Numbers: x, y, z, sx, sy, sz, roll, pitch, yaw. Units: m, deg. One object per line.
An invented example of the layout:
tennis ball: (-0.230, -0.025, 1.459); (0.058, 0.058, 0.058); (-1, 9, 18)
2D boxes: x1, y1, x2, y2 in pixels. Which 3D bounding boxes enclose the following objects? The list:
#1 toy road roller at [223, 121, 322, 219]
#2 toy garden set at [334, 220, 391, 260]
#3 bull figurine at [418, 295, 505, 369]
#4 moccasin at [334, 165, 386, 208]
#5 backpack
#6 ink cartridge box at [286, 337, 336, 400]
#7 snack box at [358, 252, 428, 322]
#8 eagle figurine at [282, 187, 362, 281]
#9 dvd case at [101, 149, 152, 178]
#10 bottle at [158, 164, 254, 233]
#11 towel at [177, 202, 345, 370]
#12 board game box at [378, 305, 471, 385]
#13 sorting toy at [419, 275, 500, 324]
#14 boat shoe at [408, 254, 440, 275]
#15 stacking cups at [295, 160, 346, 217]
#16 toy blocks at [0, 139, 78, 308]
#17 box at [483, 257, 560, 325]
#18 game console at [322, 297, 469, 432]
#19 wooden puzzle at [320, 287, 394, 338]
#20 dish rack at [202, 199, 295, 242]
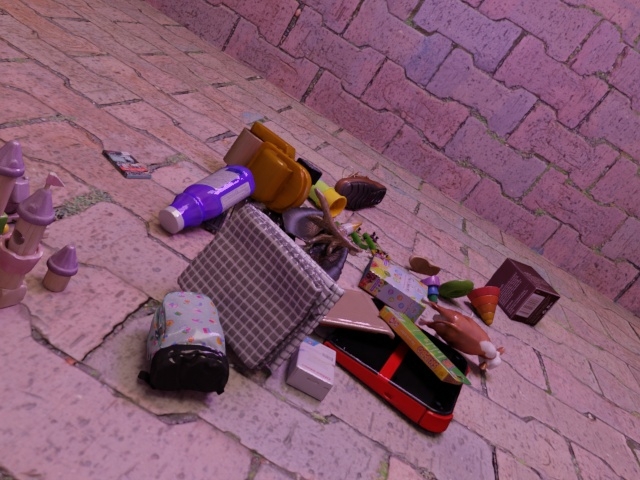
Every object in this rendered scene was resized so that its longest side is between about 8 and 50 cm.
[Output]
toy road roller: (-0.174, -0.220, 1.767); (0.330, 0.202, 0.241); (39, 10, 16)
toy garden set: (0.128, -0.003, 1.983); (0.244, 0.049, 0.203); (19, 25, -31)
bull figurine: (0.404, 0.271, 1.652); (0.188, 0.101, 0.310); (26, -12, 47)
moccasin: (0.147, -0.218, 2.347); (0.147, 0.139, 0.380); (34, 23, 20)
backpack: (-0.237, 0.178, 1.020); (0.152, 0.115, 0.182); (17, 24, -28)
ink cartridge box: (-0.018, 0.268, 1.210); (0.089, 0.052, 0.122); (29, 21, -8)
snack box: (0.233, 0.143, 1.791); (0.207, 0.070, 0.174); (35, 21, -1)
eagle figurine: (0.011, -0.001, 1.560); (0.225, 0.226, 0.298); (8, -8, -14)
dvd case: (-0.531, -0.209, 1.568); (0.119, 0.013, 0.087); (43, 24, 20)
bottle: (-0.294, -0.108, 1.482); (0.118, 0.092, 0.283); (6, 30, 32)
towel: (-0.129, 0.095, 1.161); (0.284, 0.235, 0.121); (44, 4, 23)
board game box: (0.259, 0.267, 1.419); (0.259, 0.039, 0.124); (43, 9, 37)
sorting toy: (0.498, 0.218, 1.999); (0.366, 0.127, 0.126); (14, 58, -33)
boat shoe: (0.377, 0.086, 2.127); (0.170, 0.063, 0.059); (26, 18, -42)
stacking cups: (-0.036, -0.211, 2.156); (0.096, 0.096, 0.316); (3, 33, -51)
toy blocks: (-0.535, -0.068, 0.936); (0.289, 0.260, 0.309); (39, 23, 15)
box: (0.812, 0.207, 2.312); (0.167, 0.168, 0.203); (17, 27, -32)
game console: (0.206, 0.302, 1.460); (0.342, 0.060, 0.386); (32, 20, 13)
wooden puzzle: (0.053, 0.174, 1.462); (0.239, 0.044, 0.221); (17, 16, -18)
dish rack: (-0.203, -0.050, 1.600); (0.272, 0.074, 0.208); (28, 21, -11)
